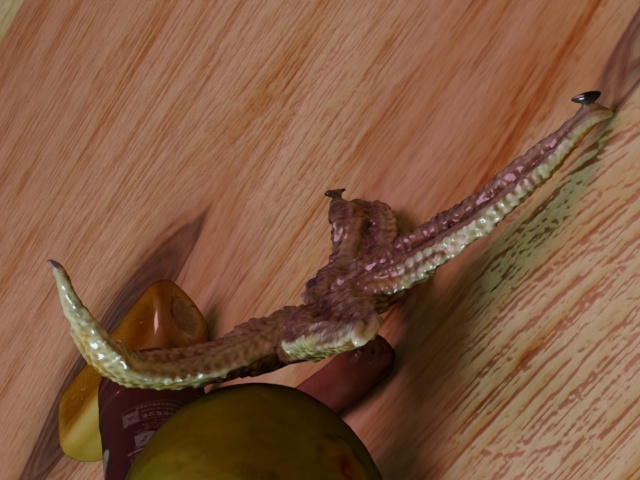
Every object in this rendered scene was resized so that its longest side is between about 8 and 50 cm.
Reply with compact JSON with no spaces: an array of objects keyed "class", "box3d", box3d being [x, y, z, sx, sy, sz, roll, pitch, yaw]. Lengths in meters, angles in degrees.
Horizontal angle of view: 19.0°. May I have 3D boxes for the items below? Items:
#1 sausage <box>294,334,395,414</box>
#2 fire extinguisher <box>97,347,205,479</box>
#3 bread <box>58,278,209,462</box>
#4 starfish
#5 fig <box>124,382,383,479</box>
[{"class":"sausage","box3d":[0.000,0.122,1.523,0.186,0.043,0.043,-39,37,52]},{"class":"fire extinguisher","box3d":[-0.150,0.228,1.649,0.102,0.138,0.344,-62,22,27]},{"class":"bread","box3d":[-0.184,0.133,1.897,0.239,0.074,0.093,-48,36,42]},{"class":"starfish","box3d":[0.003,0.012,1.360,0.384,0.398,0.132,-25,87,52]},{"class":"fig","box3d":[-0.052,0.220,1.356,0.207,0.207,0.230,-101,31,-53]}]
